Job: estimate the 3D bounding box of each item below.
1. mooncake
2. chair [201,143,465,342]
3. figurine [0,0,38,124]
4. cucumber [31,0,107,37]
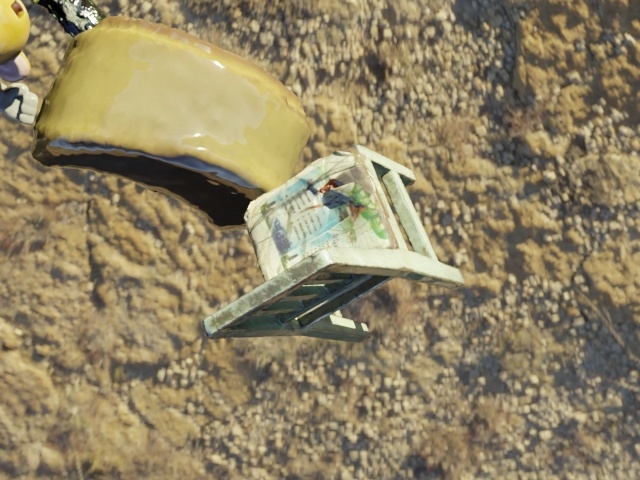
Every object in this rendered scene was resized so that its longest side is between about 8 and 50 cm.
[{"bbox_3d":[-0.221,-0.170,1.524,0.393,0.394,0.246,13,77,9],"label":"mooncake"},{"bbox_3d":[0.000,0.000,0.868,0.136,0.147,0.270,-32,158,24],"label":"chair"},{"bbox_3d":[-0.599,-0.317,1.546,0.285,0.167,0.342,-20,150,11],"label":"figurine"},{"bbox_3d":[-0.353,-0.313,1.597,0.303,0.072,0.081,48,126,-8],"label":"cucumber"}]
